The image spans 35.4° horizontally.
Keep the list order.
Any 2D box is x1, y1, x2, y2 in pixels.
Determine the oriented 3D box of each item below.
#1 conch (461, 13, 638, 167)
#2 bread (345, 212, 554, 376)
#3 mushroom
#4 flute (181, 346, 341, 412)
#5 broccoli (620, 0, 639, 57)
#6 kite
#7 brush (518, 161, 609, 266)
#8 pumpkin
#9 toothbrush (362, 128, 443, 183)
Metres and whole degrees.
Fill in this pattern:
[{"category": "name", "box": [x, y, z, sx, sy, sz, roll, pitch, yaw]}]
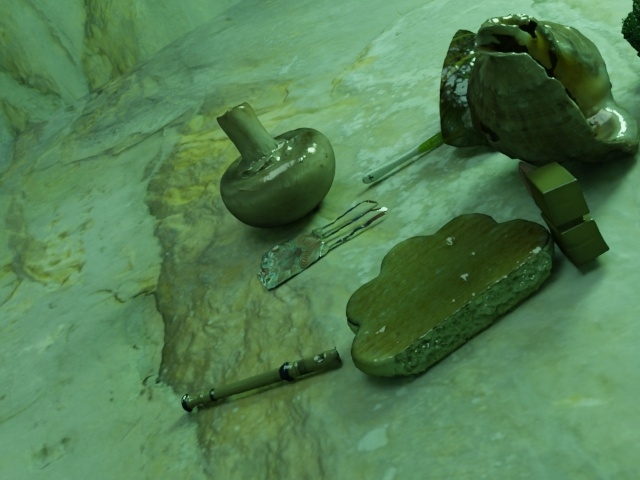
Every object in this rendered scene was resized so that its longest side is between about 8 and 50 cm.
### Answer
[{"category": "conch", "box": [0.297, -0.189, 1.360, 0.263, 0.324, 0.186, 46, 119, 31]}, {"category": "bread", "box": [0.148, 0.057, 1.254, 0.286, 0.056, 0.207, -32, 29, -3]}, {"category": "mushroom", "box": [-0.088, -0.135, 1.669, 0.207, 0.215, 0.207, -30, 18, 11]}, {"category": "flute", "box": [-0.078, 0.183, 1.306, 0.233, 0.027, 0.027, -20, 28, 20]}, {"category": "broccoli", "box": [0.526, -0.385, 1.409, 0.270, 0.270, 0.270, -38, -2, -2]}, {"category": "kite", "box": [-0.001, -0.002, 1.568, 0.229, 0.016, 0.127, -30, 29, 2]}, {"category": "brush", "box": [0.290, -0.054, 1.263, 0.047, 0.103, 0.233, -26, 17, 6]}, {"category": "pumpkin", "box": [0.286, -0.268, 1.607, 0.163, 0.111, 0.278, -3, 37, 24]}, {"category": "toothbrush", "box": [0.181, -0.164, 1.652, 0.263, 0.022, 0.026, -30, 23, -2]}]
